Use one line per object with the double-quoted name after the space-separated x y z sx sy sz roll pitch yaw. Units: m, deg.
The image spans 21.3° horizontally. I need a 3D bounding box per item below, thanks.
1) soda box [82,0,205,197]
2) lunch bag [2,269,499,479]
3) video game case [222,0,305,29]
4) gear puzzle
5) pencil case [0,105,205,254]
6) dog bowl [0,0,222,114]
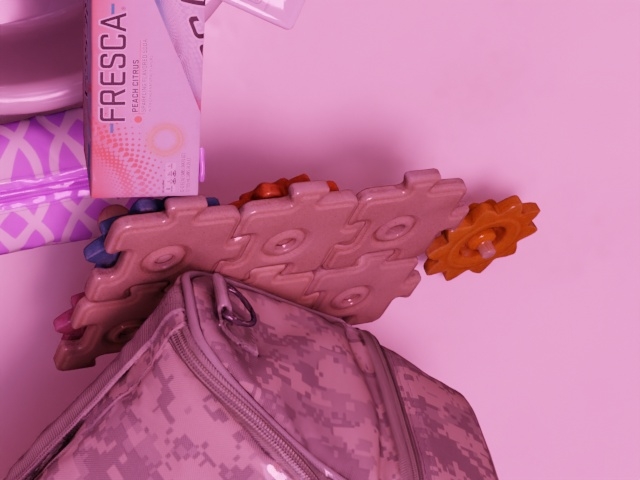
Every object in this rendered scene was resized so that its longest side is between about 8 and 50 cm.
-0.095 -0.113 0.915 0.063 0.058 0.183 -2 122 -11 "soda box"
-0.074 0.181 1.045 0.256 0.212 0.305 35 112 -24 "lunch bag"
-0.054 -0.210 0.930 0.157 0.019 0.143 22 101 -24 "video game case"
0.000 0.000 1.081 0.339 0.044 0.175 -7 148 -29 "gear puzzle"
-0.171 -0.033 1.029 0.206 0.088 0.086 -13 112 -13 "pencil case"
-0.182 -0.229 0.948 0.348 0.102 0.349 -6 111 -17 "dog bowl"
